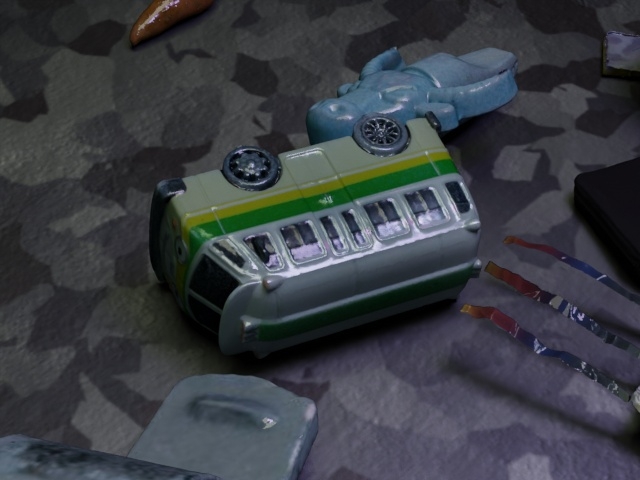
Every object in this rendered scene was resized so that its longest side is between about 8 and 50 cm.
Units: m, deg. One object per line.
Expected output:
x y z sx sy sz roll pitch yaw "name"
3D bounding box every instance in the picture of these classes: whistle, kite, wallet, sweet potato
0.088 -0.131 1.531 0.274 0.093 0.186 -29 29 -30 "whistle"
0.299 0.113 1.333 0.360 0.022 0.204 28 48 8 "kite"
-0.134 0.232 1.145 0.168 0.188 0.405 8 12 23 "whistle"
0.380 -0.043 1.501 0.250 0.044 0.149 -17 46 -19 "wallet"
-0.142 -0.262 1.671 0.044 0.044 0.179 32 55 23 "sweet potato"

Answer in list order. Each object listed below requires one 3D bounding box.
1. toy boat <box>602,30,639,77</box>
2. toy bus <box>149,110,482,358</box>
0.360 -0.194 1.653 0.115 0.016 0.063 8 48 3 "toy boat"
0.000 0.000 1.374 0.276 0.133 0.164 -17 55 -20 "toy bus"
